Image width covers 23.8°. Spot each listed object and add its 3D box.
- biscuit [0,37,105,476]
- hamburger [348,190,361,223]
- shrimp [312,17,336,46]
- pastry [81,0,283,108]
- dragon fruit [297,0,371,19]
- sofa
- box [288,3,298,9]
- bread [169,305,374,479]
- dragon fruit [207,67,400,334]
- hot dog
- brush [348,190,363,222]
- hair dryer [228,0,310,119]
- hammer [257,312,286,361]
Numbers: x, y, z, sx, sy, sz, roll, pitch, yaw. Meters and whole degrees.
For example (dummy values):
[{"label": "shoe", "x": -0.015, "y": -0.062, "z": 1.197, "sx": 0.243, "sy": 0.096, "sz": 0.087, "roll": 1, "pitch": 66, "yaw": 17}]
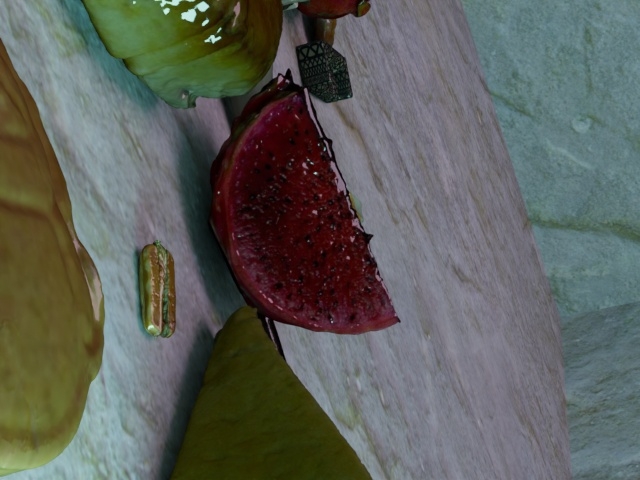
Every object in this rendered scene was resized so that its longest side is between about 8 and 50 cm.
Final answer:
[{"label": "biscuit", "x": -0.223, "y": -0.038, "z": 0.849, "sx": 0.312, "sy": 0.057, "sz": 0.351, "roll": 8, "pitch": 63, "yaw": -74}, {"label": "hamburger", "x": 0.000, "y": 0.000, "z": 1.673, "sx": 0.138, "sy": 0.083, "sz": 0.147, "roll": 67, "pitch": 19, "yaw": -47}, {"label": "shrimp", "x": 0.007, "y": -0.317, "z": 2.053, "sx": 0.190, "sy": 0.042, "sz": 0.101, "roll": -84, "pitch": 177, "yaw": -52}, {"label": "pastry", "x": -0.127, "y": -0.279, "z": 1.318, "sx": 0.329, "sy": 0.136, "sz": 0.330, "roll": -14, "pitch": 90, "yaw": -75}, {"label": "dragon fruit", "x": 0.013, "y": -0.335, "z": 1.898, "sx": 0.136, "sy": 0.133, "sz": 0.166, "roll": -52, "pitch": 177, "yaw": -27}, {"label": "sofa", "x": 0.007, "y": -0.217, "z": 1.957, "sx": 0.118, "sy": 0.039, "sz": 0.060, "roll": 19, "pitch": 60, "yaw": -73}, {"label": "box", "x": -0.098, "y": -0.384, "z": 1.644, "sx": 0.256, "sy": 0.069, "sz": 0.164, "roll": 57, "pitch": 25, "yaw": -53}, {"label": "bread", "x": 0.016, "y": 0.207, "z": 1.267, "sx": 0.362, "sy": 0.244, "sz": 0.233, "roll": -80, "pitch": 153, "yaw": -47}, {"label": "dragon fruit", "x": -0.038, "y": -0.024, "z": 1.449, "sx": 0.189, "sy": 0.163, "sz": 0.262, "roll": -31, "pitch": 107, "yaw": -44}, {"label": "hot dog", "x": -0.136, "y": 0.041, "z": 1.248, "sx": 0.037, "sy": 0.021, "sz": 0.083, "roll": 25, "pitch": 54, "yaw": -46}, {"label": "brush", "x": 0.001, "y": -0.071, "z": 1.847, "sx": 0.178, "sy": 0.030, "sz": 0.033, "roll": 42, "pitch": 44, "yaw": -49}, {"label": "hair dryer", "x": -0.051, "y": -0.210, "z": 1.602, "sx": 0.225, "sy": 0.088, "sz": 0.219, "roll": 4, "pitch": 93, "yaw": -54}, {"label": "hammer", "x": -0.034, "y": 0.145, "z": 1.540, "sx": 0.065, "sy": 0.021, "sz": 0.178, "roll": -55, "pitch": 130, "yaw": -69}]
